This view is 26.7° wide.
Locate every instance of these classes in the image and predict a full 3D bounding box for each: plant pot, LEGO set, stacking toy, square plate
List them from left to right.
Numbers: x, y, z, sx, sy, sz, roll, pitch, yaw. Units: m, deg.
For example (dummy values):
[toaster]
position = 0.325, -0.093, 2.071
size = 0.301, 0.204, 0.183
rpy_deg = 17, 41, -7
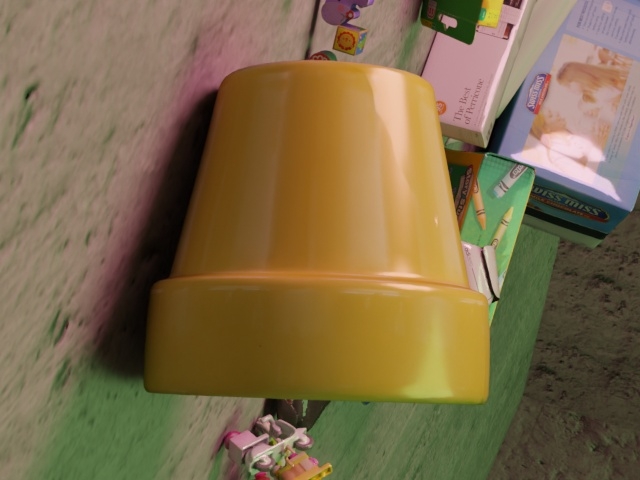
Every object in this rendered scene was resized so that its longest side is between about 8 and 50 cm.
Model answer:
[LEGO set]
position = -0.066, 0.289, 1.390
size = 0.132, 0.107, 0.287
rpy_deg = -8, 125, -35
[plant pot]
position = 0.000, 0.000, 1.005
size = 0.254, 0.254, 0.239
rpy_deg = 23, 68, -75
[stacking toy]
position = 0.012, -0.176, 1.194
size = 0.167, 0.052, 0.221
rpy_deg = -33, 139, -65
[square plate]
position = 0.312, -0.310, 1.883
size = 0.347, 0.049, 0.344
rpy_deg = -58, 177, 31

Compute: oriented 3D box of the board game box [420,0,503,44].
[board game box]
position = 0.175, -0.349, 1.471
size = 0.124, 0.039, 0.259
rpy_deg = 40, -61, 58

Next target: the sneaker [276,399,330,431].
[sneaker]
position = 0.066, 0.096, 1.452
size = 0.106, 0.162, 0.281
rpy_deg = 78, 32, -61

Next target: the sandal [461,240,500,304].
[sandal]
position = 0.174, 0.009, 1.650
size = 0.102, 0.076, 0.265
rpy_deg = -170, -121, -80

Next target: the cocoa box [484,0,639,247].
[cocoa box]
position = 0.412, -0.204, 2.159
size = 0.228, 0.231, 0.347
rpy_deg = 109, 2, -74

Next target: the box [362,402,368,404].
[box]
position = 0.081, 0.121, 1.572
size = 0.178, 0.042, 0.109
rpy_deg = -38, 150, -2

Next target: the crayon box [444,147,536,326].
[crayon box]
position = 0.179, 0.020, 1.794
size = 0.165, 0.081, 0.278
rpy_deg = -159, -94, -71

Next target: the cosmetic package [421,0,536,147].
[cosmetic package]
position = 0.193, -0.243, 1.667
size = 0.060, 0.098, 0.239
rpy_deg = 51, 57, -70
